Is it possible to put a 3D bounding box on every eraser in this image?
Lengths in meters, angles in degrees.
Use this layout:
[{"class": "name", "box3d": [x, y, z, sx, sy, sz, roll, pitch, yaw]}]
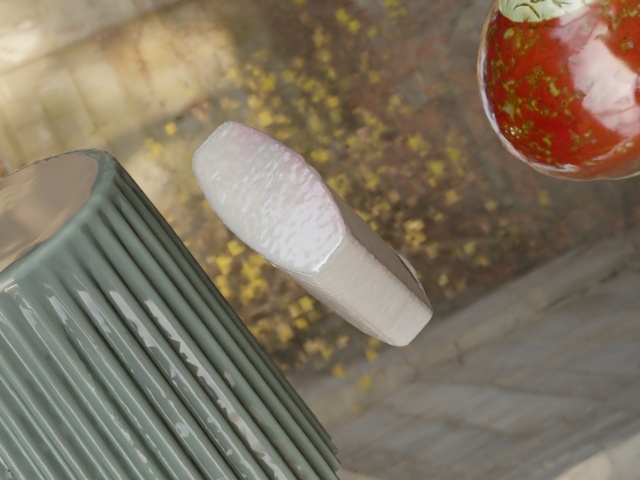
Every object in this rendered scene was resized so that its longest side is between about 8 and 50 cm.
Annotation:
[{"class": "eraser", "box3d": [0.000, 0.000, 1.312, 0.174, 0.095, 0.270, 42, 179, 27]}]

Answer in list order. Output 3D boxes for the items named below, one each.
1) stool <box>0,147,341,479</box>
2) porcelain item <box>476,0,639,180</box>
[{"class": "stool", "box3d": [-0.187, 0.126, 1.124, 0.330, 0.297, 0.297, 59, 166, -25]}, {"class": "porcelain item", "box3d": [0.267, -0.155, 1.202, 0.253, 0.253, 0.253, 54, 161, 28]}]
